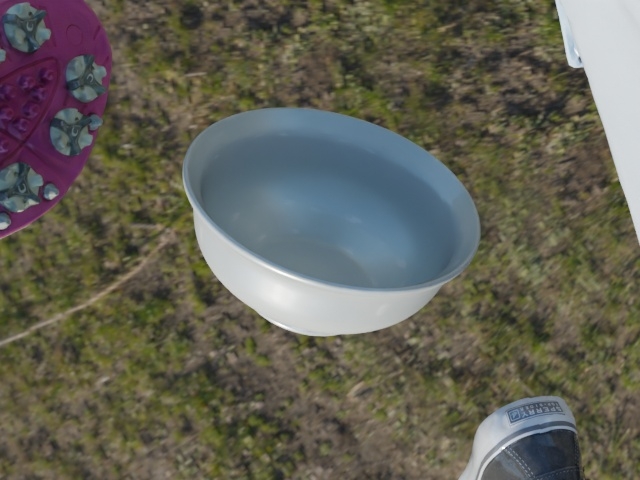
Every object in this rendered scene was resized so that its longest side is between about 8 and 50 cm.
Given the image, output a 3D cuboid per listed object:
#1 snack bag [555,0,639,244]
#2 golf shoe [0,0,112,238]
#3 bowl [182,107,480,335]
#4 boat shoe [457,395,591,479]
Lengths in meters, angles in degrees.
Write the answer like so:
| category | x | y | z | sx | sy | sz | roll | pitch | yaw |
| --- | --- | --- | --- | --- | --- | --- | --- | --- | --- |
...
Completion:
| category | x | y | z | sx | sy | sz | roll | pitch | yaw |
| --- | --- | --- | --- | --- | --- | --- | --- | --- | --- |
| snack bag | 0.232 | 0.055 | 0.402 | 0.037 | 0.323 | 0.342 | -41 | 45 | -7 |
| golf shoe | -0.233 | -0.020 | 0.602 | 0.140 | 0.306 | 0.115 | 7 | 145 | 46 |
| bowl | 0.000 | 0.000 | 1.146 | 0.298 | 0.298 | 0.134 | 31 | 129 | 18 |
| boat shoe | 0.136 | 0.177 | 0.737 | 0.080 | 0.228 | 0.076 | -12 | 59 | -7 |
